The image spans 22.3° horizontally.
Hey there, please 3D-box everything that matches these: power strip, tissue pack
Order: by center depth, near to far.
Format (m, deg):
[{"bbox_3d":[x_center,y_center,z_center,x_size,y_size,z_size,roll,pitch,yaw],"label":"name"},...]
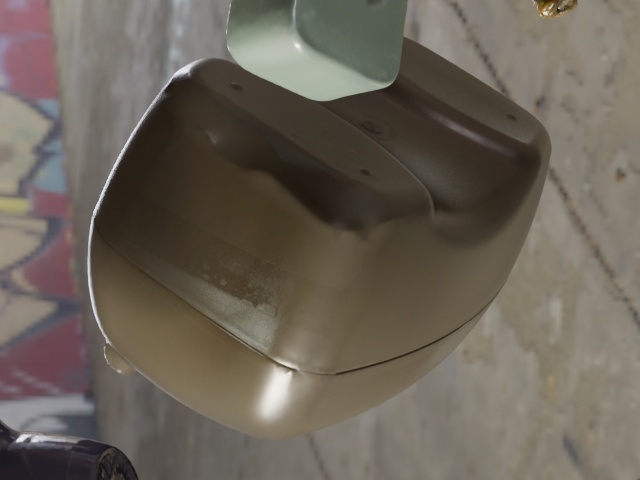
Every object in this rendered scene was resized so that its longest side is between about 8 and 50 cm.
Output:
[{"bbox_3d":[0.020,-0.272,0.924,0.062,0.091,0.385,-5,72,44],"label":"power strip"},{"bbox_3d":[0.000,0.000,1.323,0.387,0.267,0.276,-26,-38,-57],"label":"tissue pack"}]

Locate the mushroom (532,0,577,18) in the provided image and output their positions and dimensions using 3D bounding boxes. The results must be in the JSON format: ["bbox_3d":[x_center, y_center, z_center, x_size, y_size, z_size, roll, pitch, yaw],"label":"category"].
[{"bbox_3d":[0.100,-0.196,0.814,0.286,0.026,0.028,60,-147,-58],"label":"mushroom"}]

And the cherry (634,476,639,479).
[{"bbox_3d":[0.269,0.216,0.943,0.213,0.266,0.183,-58,24,24],"label":"cherry"}]

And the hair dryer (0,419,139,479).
[{"bbox_3d":[-0.305,0.087,1.115,0.121,0.301,0.361,-46,-58,-68],"label":"hair dryer"}]
